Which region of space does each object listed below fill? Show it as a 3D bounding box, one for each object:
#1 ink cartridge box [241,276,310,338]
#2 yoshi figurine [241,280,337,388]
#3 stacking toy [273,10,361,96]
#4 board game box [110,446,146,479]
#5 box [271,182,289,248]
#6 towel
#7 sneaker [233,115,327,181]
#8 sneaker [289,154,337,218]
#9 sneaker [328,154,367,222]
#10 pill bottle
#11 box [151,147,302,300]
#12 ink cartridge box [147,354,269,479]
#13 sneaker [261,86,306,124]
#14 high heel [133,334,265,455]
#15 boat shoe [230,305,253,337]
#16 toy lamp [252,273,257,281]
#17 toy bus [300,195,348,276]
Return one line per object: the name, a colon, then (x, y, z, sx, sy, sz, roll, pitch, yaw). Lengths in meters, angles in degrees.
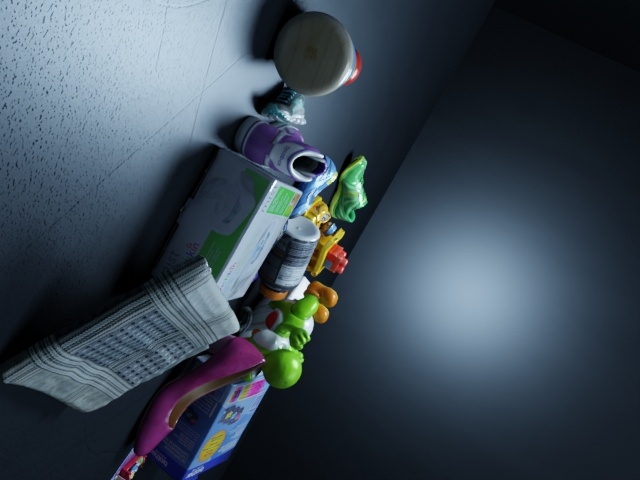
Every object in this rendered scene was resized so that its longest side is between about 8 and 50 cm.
ink cartridge box: (-0.137, 0.240, 1.862, 0.172, 0.100, 0.237, -17, -153, 46)
yoshi figurine: (-0.075, 0.293, 1.656, 0.203, 0.203, 0.362, -5, -151, 45)
stacking toy: (0.019, -0.358, 1.131, 0.141, 0.141, 0.330, -64, 175, 19)
board game box: (-0.500, 0.609, 1.522, 0.168, 0.033, 0.133, -56, 169, -22)
box: (-0.139, -0.042, 1.335, 0.147, 0.078, 0.180, -53, 168, -33)
towel: (-0.285, 0.170, 0.909, 0.312, 0.056, 0.324, -30, 160, -13)
sneaker: (-0.055, -0.168, 1.170, 0.102, 0.161, 0.282, -65, 170, 15)
sneaker: (-0.040, -0.152, 1.599, 0.209, 0.069, 0.082, -48, 134, -15)
sneaker: (0.124, -0.186, 2.091, 0.109, 0.124, 0.295, -50, 165, -42)
pill bottle: (-0.101, 0.055, 1.649, 0.130, 0.130, 0.245, -44, 161, -58)
box: (-0.172, -0.023, 1.107, 0.261, 0.127, 0.231, -60, 172, 3)
ink cartridge box: (-0.329, 0.529, 1.695, 0.395, 0.151, 0.270, -60, 159, 8)
sneaker: (-0.069, -0.272, 1.134, 0.166, 0.065, 0.076, -36, 138, -74)
high heel: (-0.308, 0.405, 1.460, 0.377, 0.181, 0.127, -58, 170, -12)
boat shoe: (-0.248, 0.264, 1.747, 0.142, 0.049, 0.040, -62, 170, 21)
toy lamp: (-0.250, 0.151, 1.350, 0.274, 0.080, 0.080, -54, 168, -44)
toy bus: (0.000, 0.000, 1.765, 0.149, 0.212, 0.220, -44, 159, -54)
